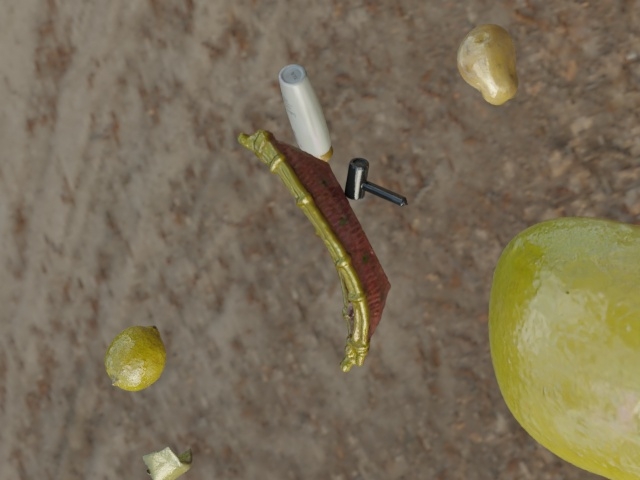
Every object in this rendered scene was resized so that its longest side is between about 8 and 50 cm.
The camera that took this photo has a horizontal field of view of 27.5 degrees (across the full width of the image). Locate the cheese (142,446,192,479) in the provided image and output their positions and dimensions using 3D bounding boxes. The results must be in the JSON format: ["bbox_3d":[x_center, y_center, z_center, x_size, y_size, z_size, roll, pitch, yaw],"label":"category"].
[{"bbox_3d":[-0.207,0.305,1.765,0.041,0.060,0.084,64,-174,25],"label":"cheese"}]

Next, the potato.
[{"bbox_3d":[0.179,-0.185,1.377,0.083,0.068,0.062,57,166,-2],"label":"potato"}]

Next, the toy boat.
[{"bbox_3d":[0.007,-0.001,1.581,0.141,0.099,0.318,-140,25,-83],"label":"toy boat"}]

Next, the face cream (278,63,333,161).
[{"bbox_3d":[-0.022,-0.187,1.963,0.072,0.051,0.182,55,171,37],"label":"face cream"}]

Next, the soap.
[{"bbox_3d":[0.353,0.131,1.440,0.427,0.115,0.306,12,116,45],"label":"soap"}]

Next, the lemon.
[{"bbox_3d":[-0.336,0.213,2.386,0.109,0.133,0.109,33,166,9],"label":"lemon"}]

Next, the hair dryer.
[{"bbox_3d":[0.067,-0.061,1.541,0.083,0.026,0.047,28,130,26],"label":"hair dryer"}]
